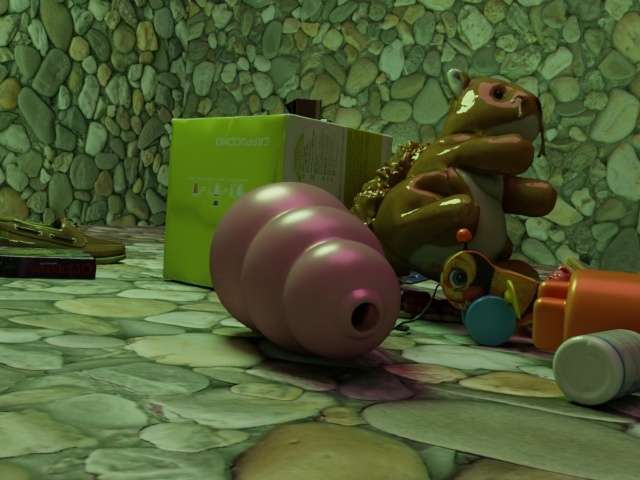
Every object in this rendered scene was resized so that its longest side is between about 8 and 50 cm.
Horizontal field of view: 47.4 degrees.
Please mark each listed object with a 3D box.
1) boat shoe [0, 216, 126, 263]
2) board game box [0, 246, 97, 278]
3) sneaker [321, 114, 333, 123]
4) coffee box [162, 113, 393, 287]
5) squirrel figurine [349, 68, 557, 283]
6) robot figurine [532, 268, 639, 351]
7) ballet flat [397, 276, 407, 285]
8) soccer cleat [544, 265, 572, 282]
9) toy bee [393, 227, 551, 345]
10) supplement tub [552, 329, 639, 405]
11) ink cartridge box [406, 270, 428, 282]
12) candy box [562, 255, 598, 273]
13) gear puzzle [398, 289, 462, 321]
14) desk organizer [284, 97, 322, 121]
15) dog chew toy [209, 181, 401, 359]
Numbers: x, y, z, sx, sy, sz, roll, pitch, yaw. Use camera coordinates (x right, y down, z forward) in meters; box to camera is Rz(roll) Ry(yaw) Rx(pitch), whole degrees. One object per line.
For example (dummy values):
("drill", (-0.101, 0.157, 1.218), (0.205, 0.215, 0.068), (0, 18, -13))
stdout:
("boat shoe", (-0.594, -0.002, 1.701), (0.307, 0.104, 0.111), (2, 3, -42))
("board game box", (-0.634, 0.039, 1.436), (0.347, 0.056, 0.208), (3, 7, -25))
("sneaker", (-0.007, -0.259, 1.587), (0.040, 0.043, 0.109), (7, 3, -29))
("coffee box", (-0.088, -0.070, 1.504), (0.338, 0.338, 0.334), (6, 3, 41))
("squirrel figurine", (0.221, -0.119, 1.313), (0.397, 0.370, 0.281), (-8, -33, 46))
("robot figurine", (0.373, 0.100, 0.882), (0.220, 0.128, 0.158), (6, -10, 23))
("ballet flat", (0.097, 0.044, 1.778), (0.316, 0.106, 0.108), (10, -16, 45))
("soccer cleat", (0.442, 0.098, 1.379), (0.083, 0.095, 0.248), (6, 3, 25))
("toy bee", (0.236, 0.067, 1.040), (0.299, 0.162, 0.195), (4, 5, -15))
("supplement tub", (0.295, 0.129, 0.755), (0.107, 0.070, 0.071), (1, 4, -45))
("ink cartridge box", (0.144, 0.061, 2.003), (0.307, 0.072, 0.304), (3, 2, 22))
("candy box", (0.563, 0.093, 1.446), (0.206, 0.027, 0.105), (20, 29, -45))
("gear puzzle", (0.125, 0.103, 1.301), (0.339, 0.044, 0.175), (5, 3, 6))
("desk organizer", (-0.037, -0.258, 1.472), (0.050, 0.047, 0.130), (2, 4, -14))
("dog chew toy", (-0.014, 0.044, 0.882), (0.207, 0.206, 0.332), (3, 11, -21))
